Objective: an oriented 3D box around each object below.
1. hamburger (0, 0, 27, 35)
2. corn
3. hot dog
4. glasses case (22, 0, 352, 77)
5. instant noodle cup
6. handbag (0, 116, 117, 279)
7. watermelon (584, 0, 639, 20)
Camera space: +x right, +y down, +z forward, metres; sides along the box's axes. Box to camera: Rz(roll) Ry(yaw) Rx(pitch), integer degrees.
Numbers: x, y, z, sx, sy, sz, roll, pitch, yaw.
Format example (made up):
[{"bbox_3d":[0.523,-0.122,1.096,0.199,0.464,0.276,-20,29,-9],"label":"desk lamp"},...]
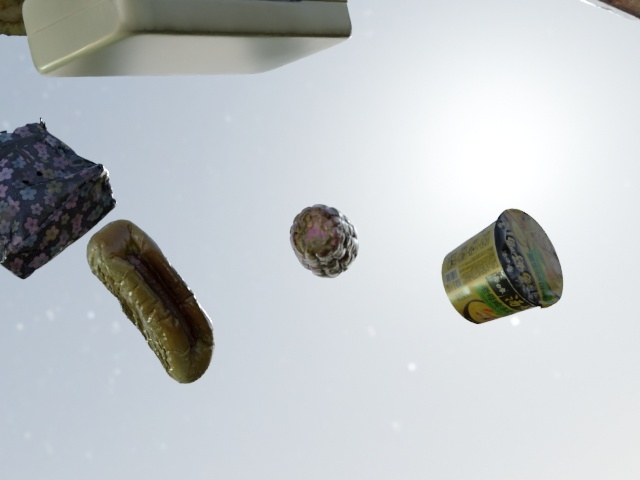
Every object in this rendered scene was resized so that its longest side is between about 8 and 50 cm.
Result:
[{"bbox_3d":[-0.302,-0.310,1.782,0.262,0.131,0.124,0,-36,-15],"label":"hamburger"},{"bbox_3d":[0.000,0.000,2.038,0.092,0.092,0.280,-29,-7,3],"label":"corn"},{"bbox_3d":[-0.208,0.079,2.004,0.073,0.242,0.084,-9,29,50],"label":"hot dog"},{"bbox_3d":[-0.111,-0.197,1.388,0.131,0.070,0.313,-17,-5,38],"label":"glasses case"},{"bbox_3d":[0.249,0.043,2.170,0.122,0.151,0.151,-25,-13,37],"label":"instant noodle cup"},{"bbox_3d":[-0.434,-0.058,2.234,0.229,0.207,0.127,-46,-31,-25],"label":"handbag"},{"bbox_3d":[0.409,-0.333,1.851,0.318,0.226,0.148,-8,-1,12],"label":"watermelon"}]
